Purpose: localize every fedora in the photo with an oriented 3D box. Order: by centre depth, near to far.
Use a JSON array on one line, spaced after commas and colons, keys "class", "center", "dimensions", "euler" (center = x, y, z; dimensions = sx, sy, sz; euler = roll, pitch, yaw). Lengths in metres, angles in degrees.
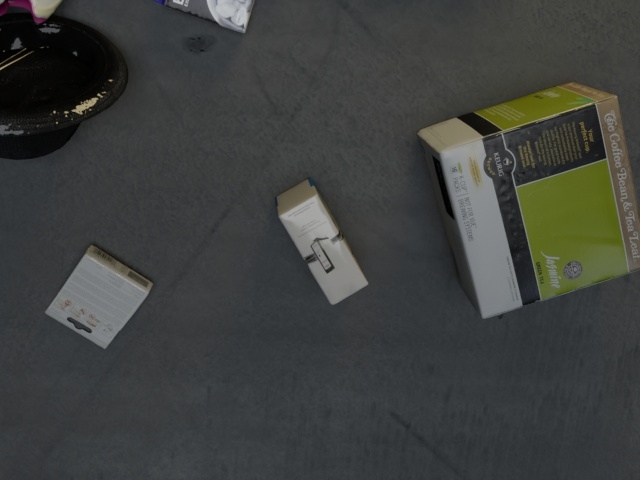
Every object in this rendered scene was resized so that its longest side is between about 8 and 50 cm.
[{"class": "fedora", "center": [-0.499, -0.246, 1.431], "dimensions": [0.334, 0.334, 0.152], "euler": [12, 137, -8]}]

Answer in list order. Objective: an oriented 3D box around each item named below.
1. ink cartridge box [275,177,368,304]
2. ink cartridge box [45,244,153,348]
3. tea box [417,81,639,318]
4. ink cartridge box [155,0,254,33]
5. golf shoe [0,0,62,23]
[{"class": "ink cartridge box", "center": [0.000, 0.000, 1.584], "dimensions": [0.086, 0.148, 0.203], "euler": [-30, 108, 3]}, {"class": "ink cartridge box", "center": [-0.436, 0.113, 1.651], "dimensions": [0.145, 0.045, 0.179], "euler": [34, 120, -14]}, {"class": "tea box", "center": [0.388, -0.082, 1.552], "dimensions": [0.324, 0.220, 0.328], "euler": [-16, 108, 1]}, {"class": "ink cartridge box", "center": [-0.200, -0.496, 1.471], "dimensions": [0.208, 0.045, 0.206], "euler": [17, 105, -7]}, {"class": "golf shoe", "center": [-0.576, -0.462, 1.401], "dimensions": [0.307, 0.115, 0.140], "euler": [15, 86, -8]}]
